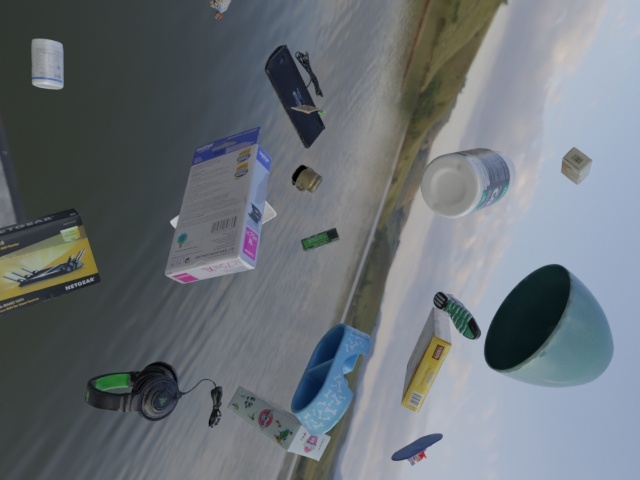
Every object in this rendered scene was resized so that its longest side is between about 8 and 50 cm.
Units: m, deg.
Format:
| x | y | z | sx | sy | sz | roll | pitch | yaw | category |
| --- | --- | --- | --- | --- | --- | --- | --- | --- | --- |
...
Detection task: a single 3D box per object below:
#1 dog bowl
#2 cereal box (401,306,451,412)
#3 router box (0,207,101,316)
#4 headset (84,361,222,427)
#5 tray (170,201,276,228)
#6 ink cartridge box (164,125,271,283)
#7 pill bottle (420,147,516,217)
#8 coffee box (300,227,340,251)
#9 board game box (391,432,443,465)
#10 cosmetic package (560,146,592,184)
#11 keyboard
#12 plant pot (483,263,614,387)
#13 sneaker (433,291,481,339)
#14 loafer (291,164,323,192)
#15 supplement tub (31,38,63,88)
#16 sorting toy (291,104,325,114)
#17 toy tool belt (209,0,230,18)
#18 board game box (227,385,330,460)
| x | y | z | sx | sy | sz | roll | pitch | yaw | category |
| --- | --- | --- | --- | --- | --- | --- | --- | --- | --- |
| 0.022 | 0.329 | 1.248 | 0.166 | 0.074 | 0.297 | -37 | -161 | 44 | dog bowl |
| 0.244 | 0.264 | 1.164 | 0.240 | 0.048 | 0.172 | -31 | 144 | -76 | cereal box |
| -0.864 | 0.063 | 1.540 | 0.309 | 0.081 | 0.242 | -22 | 120 | -30 | router box |
| -0.495 | 0.479 | 1.526 | 0.243 | 0.395 | 0.185 | -176 | -90 | -73 | headset |
| -0.256 | -0.065 | 1.331 | 0.271 | 0.145 | 0.030 | -29 | -154 | 26 | tray |
| -0.197 | -0.075 | 1.019 | 0.065 | 0.186 | 0.310 | 40 | 45 | -49 | ink cartridge box |
| 0.503 | -0.201 | 1.678 | 0.361 | 0.204 | 0.204 | -19 | 134 | -48 | pill bottle |
| 0.000 | 0.000 | 1.521 | 0.184 | 0.113 | 0.040 | 30 | 41 | -87 | coffee box |
| 0.291 | 0.625 | 1.497 | 0.169 | 0.033 | 0.133 | -21 | 169 | -20 | board game box |
| 0.655 | -0.190 | 1.298 | 0.041 | 0.060 | 0.115 | -46 | 154 | 8 | cosmetic package |
| -0.063 | -0.472 | 1.613 | 0.201 | 0.033 | 0.317 | -56 | 136 | -29 | keyboard |
| 0.557 | 0.227 | 1.187 | 0.290 | 0.196 | 0.290 | -58 | -177 | 5 | plant pot |
| 0.511 | 0.262 | 1.819 | 0.098 | 0.223 | 0.083 | 2 | 127 | -40 | sneaker |
| -0.035 | -0.138 | 1.088 | 0.056 | 0.050 | 0.148 | -52 | -162 | -5 | loafer |
| -0.670 | -0.432 | 1.243 | 0.071 | 0.071 | 0.107 | -34 | 127 | -82 | supplement tub |
| -0.029 | -0.351 | 1.365 | 0.062 | 0.083 | 0.012 | -26 | 130 | -46 | sorting toy |
| -0.291 | -0.682 | 1.447 | 0.083 | 0.051 | 0.052 | -40 | -172 | 48 | toy tool belt |
| -0.147 | 0.640 | 1.770 | 0.097 | 0.304 | 0.224 | -60 | 141 | -14 | board game box |
